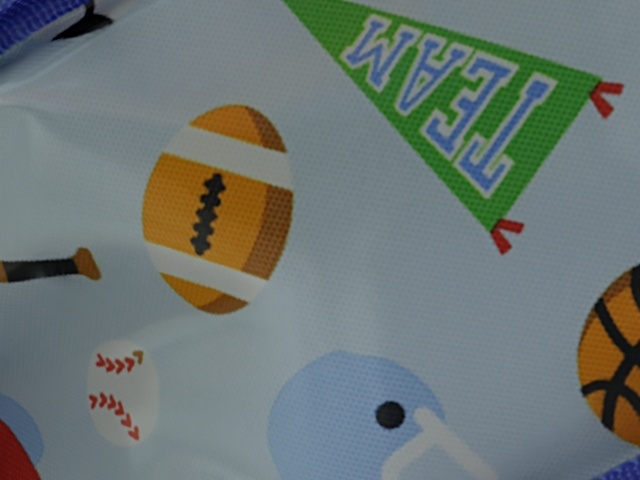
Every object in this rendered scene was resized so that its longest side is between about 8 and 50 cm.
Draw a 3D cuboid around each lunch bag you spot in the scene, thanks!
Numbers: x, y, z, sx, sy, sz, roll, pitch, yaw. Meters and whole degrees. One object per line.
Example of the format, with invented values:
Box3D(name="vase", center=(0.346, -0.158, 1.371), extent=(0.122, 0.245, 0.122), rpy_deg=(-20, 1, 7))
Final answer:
Box3D(name="lunch bag", center=(0.000, 0.000, 0.488), extent=(0.238, 0.386, 0.328), rpy_deg=(61, -172, 5))
